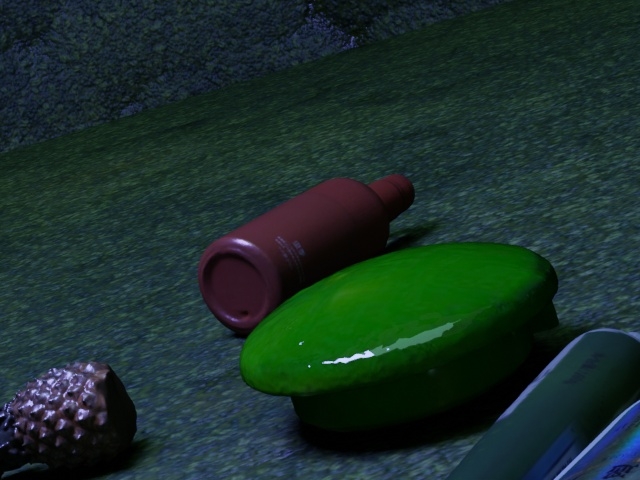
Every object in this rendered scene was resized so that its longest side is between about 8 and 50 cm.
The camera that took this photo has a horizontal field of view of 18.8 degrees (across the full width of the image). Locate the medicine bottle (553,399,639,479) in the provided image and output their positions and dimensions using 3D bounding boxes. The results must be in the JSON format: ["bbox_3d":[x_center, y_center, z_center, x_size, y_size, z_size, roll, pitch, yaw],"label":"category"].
[{"bbox_3d":[0.133,0.132,0.792,0.121,0.083,0.229,-10,15,37],"label":"medicine bottle"}]

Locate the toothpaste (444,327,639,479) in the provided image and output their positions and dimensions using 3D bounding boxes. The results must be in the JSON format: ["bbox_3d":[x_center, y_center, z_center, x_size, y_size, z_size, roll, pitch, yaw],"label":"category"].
[{"bbox_3d":[0.097,0.118,0.922,0.061,0.098,0.392,21,25,18],"label":"toothpaste"}]

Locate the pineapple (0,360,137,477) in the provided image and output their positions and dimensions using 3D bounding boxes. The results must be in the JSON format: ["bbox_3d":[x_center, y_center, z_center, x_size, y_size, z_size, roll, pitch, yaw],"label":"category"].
[{"bbox_3d":[-0.205,0.130,1.282,0.159,0.074,0.074,-17,12,10],"label":"pineapple"}]

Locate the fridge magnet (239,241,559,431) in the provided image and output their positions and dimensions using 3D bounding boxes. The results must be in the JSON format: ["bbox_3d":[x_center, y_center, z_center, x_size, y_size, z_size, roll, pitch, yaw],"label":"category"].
[{"bbox_3d":[0.050,0.057,1.217,0.208,0.088,0.208,-17,11,3],"label":"fridge magnet"}]

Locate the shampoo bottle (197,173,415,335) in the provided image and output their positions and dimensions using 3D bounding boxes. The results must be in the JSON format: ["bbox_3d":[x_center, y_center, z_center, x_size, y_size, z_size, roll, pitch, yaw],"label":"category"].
[{"bbox_3d":[0.001,-0.001,1.561,0.085,0.085,0.244,-8,13,36],"label":"shampoo bottle"}]
